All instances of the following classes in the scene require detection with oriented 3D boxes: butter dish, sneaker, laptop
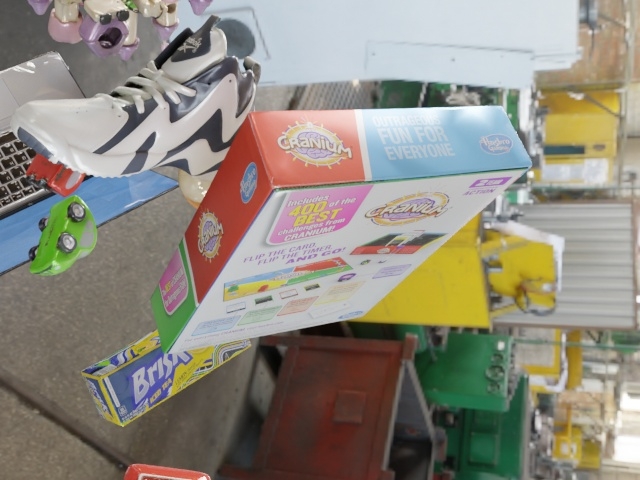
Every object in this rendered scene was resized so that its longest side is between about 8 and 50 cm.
[{"bbox_3d":[-0.291,0.508,1.325,0.160,0.160,0.118,-90,-167,-52],"label":"butter dish"},{"bbox_3d":[-0.148,-0.138,0.655,0.235,0.094,0.153,5,118,-39],"label":"sneaker"},{"bbox_3d":[-0.511,-0.139,1.201,0.382,0.236,0.408,-30,85,-26],"label":"laptop"}]

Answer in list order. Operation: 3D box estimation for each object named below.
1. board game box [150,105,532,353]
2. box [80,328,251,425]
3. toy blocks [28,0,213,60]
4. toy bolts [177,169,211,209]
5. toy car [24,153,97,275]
[{"bbox_3d":[0.000,0.000,0.664,0.242,0.316,0.064,-7,65,-30],"label":"board game box"},{"bbox_3d":[-0.160,0.125,0.772,0.169,0.054,0.059,-29,107,-35],"label":"box"},{"bbox_3d":[-0.371,-0.426,1.363,0.289,0.309,0.260,-25,153,-33],"label":"toy blocks"},{"bbox_3d":[-0.059,-0.049,0.951,0.158,0.229,0.218,-38,109,-74],"label":"toy bolts"},{"bbox_3d":[-0.282,-0.049,0.855,0.053,0.239,0.225,40,43,-40],"label":"toy car"}]
